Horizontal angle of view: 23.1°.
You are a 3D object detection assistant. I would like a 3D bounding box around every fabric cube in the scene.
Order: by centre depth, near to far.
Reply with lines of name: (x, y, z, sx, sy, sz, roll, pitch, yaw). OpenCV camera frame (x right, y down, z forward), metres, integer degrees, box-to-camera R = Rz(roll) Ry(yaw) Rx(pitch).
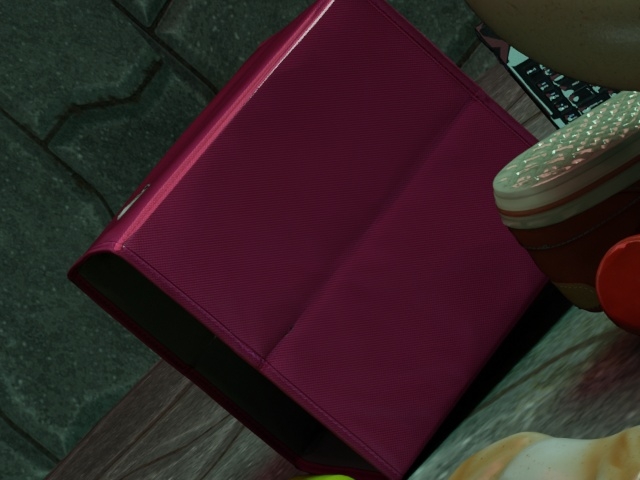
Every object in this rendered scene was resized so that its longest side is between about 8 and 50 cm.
fabric cube: (0.000, 0.000, 1.169, 0.258, 0.259, 0.254, -52, 9, -14)

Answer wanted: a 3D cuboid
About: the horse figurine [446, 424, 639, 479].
horse figurine: (0.095, 0.133, 0.657, 0.174, 0.066, 0.263, -51, 12, -32)

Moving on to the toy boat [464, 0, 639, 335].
toy boat: (0.182, -0.104, 0.781, 0.267, 0.318, 0.148, 4, 0, 26)

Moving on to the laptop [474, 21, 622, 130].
laptop: (0.281, -0.176, 1.223, 0.234, 0.264, 0.136, -29, -33, -8)

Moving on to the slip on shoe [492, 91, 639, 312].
slip on shoe: (0.259, -0.064, 0.925, 0.331, 0.101, 0.123, -29, 16, -12)

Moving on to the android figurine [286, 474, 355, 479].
android figurine: (-0.070, 0.238, 1.008, 0.248, 0.056, 0.273, -43, 5, -22)
